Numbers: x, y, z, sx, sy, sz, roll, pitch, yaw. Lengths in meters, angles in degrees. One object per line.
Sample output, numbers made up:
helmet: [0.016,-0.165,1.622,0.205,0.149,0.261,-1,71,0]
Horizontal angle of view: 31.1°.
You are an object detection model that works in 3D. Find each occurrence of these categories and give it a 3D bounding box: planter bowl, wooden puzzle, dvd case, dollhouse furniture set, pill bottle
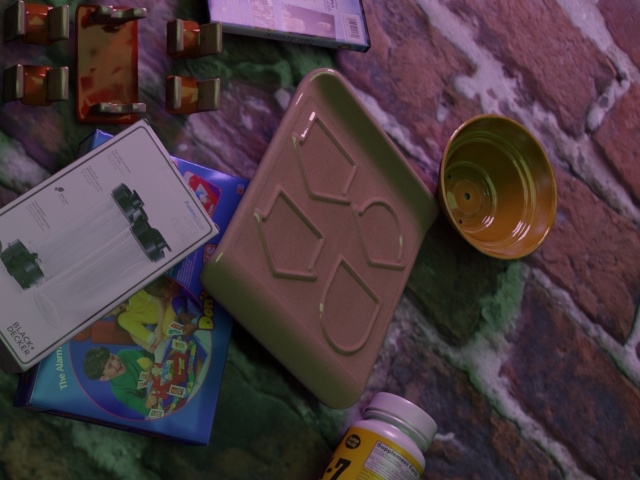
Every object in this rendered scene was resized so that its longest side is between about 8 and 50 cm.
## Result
planter bowl: [0.241,-0.072,1.712,0.217,0.090,0.217,6,78,-30]
wooden puzzle: [0.000,0.000,1.528,0.322,0.080,0.348,48,57,-35]
dvd case: [-0.055,-0.358,1.616,0.253,0.022,0.180,3,63,-28]
dollhouse furniture set: [-0.273,-0.279,1.474,0.262,0.135,0.259,0,93,-28]
pill bottle: [0.067,0.316,1.535,0.119,0.119,0.208,40,65,-17]

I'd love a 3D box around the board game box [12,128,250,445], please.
board game box: [-0.224,0.063,1.446,0.233,0.078,0.347,18,73,-24]

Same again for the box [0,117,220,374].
box: [-0.281,0.005,1.331,0.290,0.087,0.169,-38,99,-27]
